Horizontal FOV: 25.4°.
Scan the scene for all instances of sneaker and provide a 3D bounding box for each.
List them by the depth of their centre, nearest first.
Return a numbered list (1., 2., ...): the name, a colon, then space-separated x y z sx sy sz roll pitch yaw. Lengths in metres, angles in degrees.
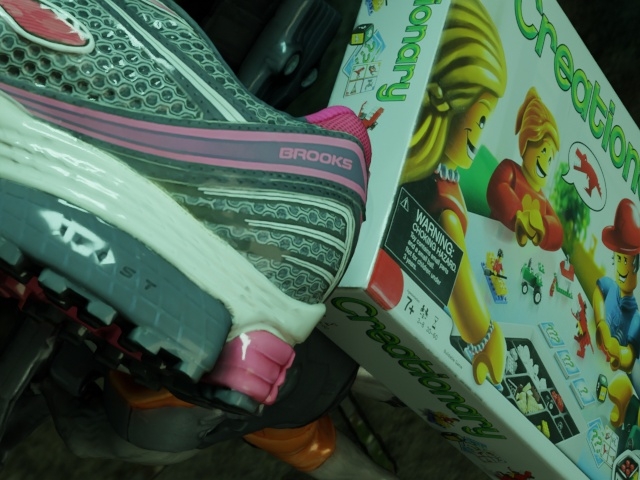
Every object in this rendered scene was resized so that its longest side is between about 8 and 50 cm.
1. sneaker: -0.121 -0.061 0.465 0.299 0.121 0.112 35 74 -17

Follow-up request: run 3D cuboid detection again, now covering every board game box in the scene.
1. board game box: 0.100 0.007 0.683 0.305 0.053 0.193 43 56 -46

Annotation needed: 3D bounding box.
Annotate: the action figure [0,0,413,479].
1. action figure: 0.000 0.000 0.671 0.330 0.178 0.341 10 112 -60
